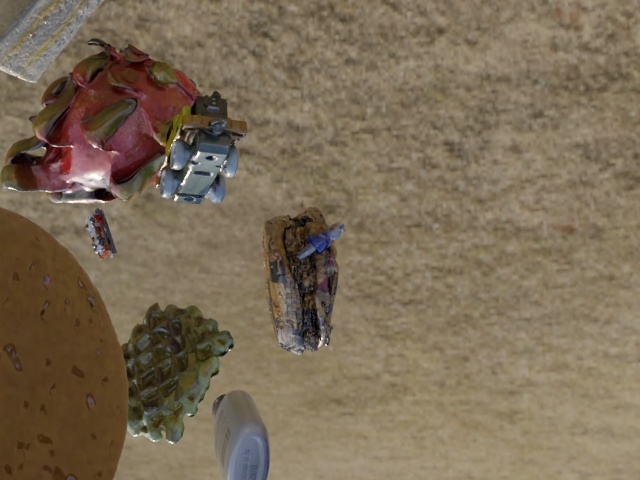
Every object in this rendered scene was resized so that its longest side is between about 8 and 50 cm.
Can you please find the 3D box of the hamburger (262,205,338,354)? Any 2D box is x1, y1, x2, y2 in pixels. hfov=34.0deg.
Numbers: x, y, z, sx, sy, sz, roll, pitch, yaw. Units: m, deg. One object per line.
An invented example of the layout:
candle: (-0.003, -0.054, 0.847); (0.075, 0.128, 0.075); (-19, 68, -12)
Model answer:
hamburger: (-0.034, 0.060, 1.610); (0.106, 0.231, 0.231); (-6, 152, -11)

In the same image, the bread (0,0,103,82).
bread: (-0.292, -0.255, 1.160); (0.152, 0.105, 0.077); (-17, 154, 27)

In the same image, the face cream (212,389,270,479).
face cream: (-0.138, 0.323, 1.723); (0.071, 0.144, 0.291); (6, -174, -14)

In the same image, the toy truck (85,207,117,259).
toy truck: (-0.330, -0.011, 1.565); (0.032, 0.083, 0.024); (-4, 146, -39)

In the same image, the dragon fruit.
dragon fruit: (-0.321, -0.170, 1.591); (0.307, 0.243, 0.227); (4, 161, 16)

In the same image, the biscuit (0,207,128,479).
biscuit: (-0.198, 0.081, 0.518); (0.044, 0.202, 0.288); (-10, 179, 29)

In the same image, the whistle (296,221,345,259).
whistle: (0.000, 0.000, 1.507); (0.029, 0.083, 0.033); (61, 165, -24)

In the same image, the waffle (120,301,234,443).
waffle: (-0.252, 0.197, 1.634); (0.204, 0.223, 0.054); (14, 158, 41)

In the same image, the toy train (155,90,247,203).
toy train: (-0.166, -0.128, 1.423); (0.089, 0.127, 0.219); (5, 153, -19)
